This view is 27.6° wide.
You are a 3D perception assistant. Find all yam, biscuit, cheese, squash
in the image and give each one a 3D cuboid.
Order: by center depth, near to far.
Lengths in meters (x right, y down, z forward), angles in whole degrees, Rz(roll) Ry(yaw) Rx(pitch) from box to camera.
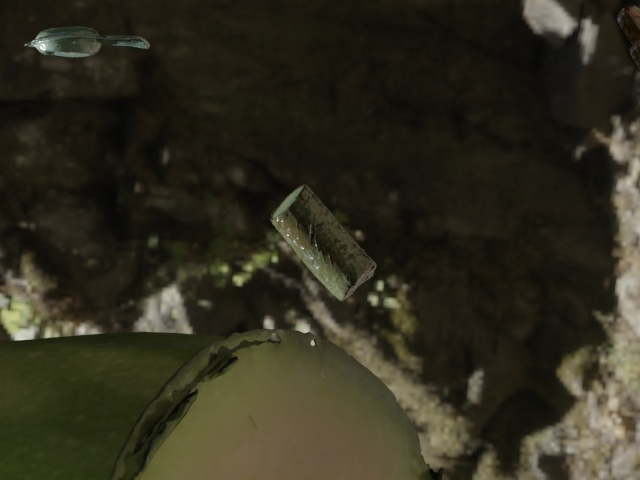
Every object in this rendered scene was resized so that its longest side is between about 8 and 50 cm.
[{"bbox_3d":[-0.143,0.180,0.707,0.384,0.263,0.263,-8,70,39],"label":"squash"},{"bbox_3d":[0.000,0.000,0.980,0.094,0.043,0.043,50,158,11],"label":"yam"},{"bbox_3d":[0.335,-0.171,1.260,0.019,0.119,0.130,-30,55,40],"label":"biscuit"},{"bbox_3d":[-0.235,-0.199,1.302,0.067,0.121,0.026,-18,-74,-87],"label":"cheese"}]
